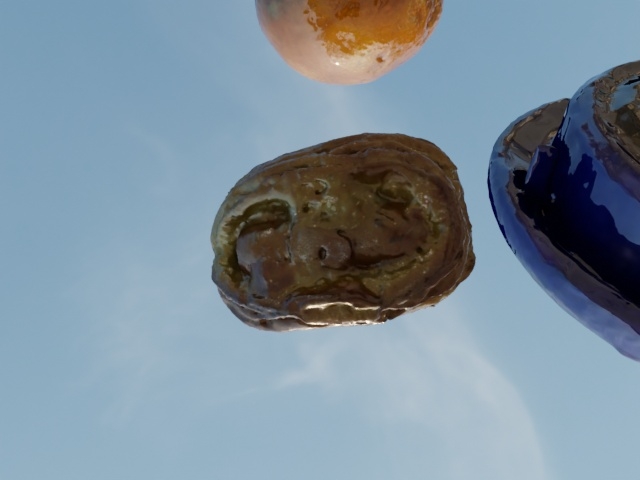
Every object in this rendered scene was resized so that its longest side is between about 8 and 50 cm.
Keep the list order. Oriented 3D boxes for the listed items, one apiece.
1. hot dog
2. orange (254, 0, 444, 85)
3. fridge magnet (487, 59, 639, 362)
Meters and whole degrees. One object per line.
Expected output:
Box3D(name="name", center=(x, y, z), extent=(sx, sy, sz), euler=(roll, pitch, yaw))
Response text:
Box3D(name="hot dog", center=(0.011, -0.002, 0.992), extent=(0.259, 0.114, 0.175), euler=(-13, -92, 9))
Box3D(name="orange", center=(0.035, -0.343, 1.441), extent=(0.261, 0.261, 0.261), euler=(7, -103, -31))
Box3D(name="fridge magnet", center=(0.228, -0.016, 0.609), extent=(0.265, 0.113, 0.265), euler=(9, -143, -7))
